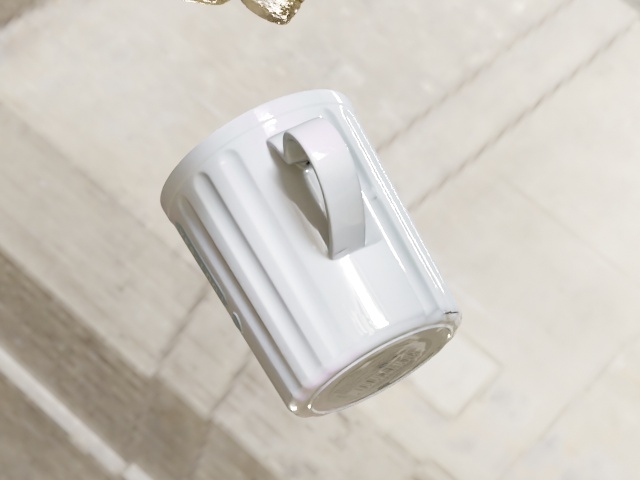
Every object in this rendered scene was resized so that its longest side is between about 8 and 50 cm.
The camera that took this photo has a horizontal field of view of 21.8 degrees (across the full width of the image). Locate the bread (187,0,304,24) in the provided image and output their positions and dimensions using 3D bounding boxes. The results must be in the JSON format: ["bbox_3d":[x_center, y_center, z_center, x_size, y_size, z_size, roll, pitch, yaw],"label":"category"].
[{"bbox_3d":[-0.053,-0.217,1.005,0.077,0.105,0.152,131,-31,-71],"label":"bread"}]

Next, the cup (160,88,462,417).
[{"bbox_3d":[-0.012,0.009,1.220,0.167,0.202,0.221,-34,161,11],"label":"cup"}]
